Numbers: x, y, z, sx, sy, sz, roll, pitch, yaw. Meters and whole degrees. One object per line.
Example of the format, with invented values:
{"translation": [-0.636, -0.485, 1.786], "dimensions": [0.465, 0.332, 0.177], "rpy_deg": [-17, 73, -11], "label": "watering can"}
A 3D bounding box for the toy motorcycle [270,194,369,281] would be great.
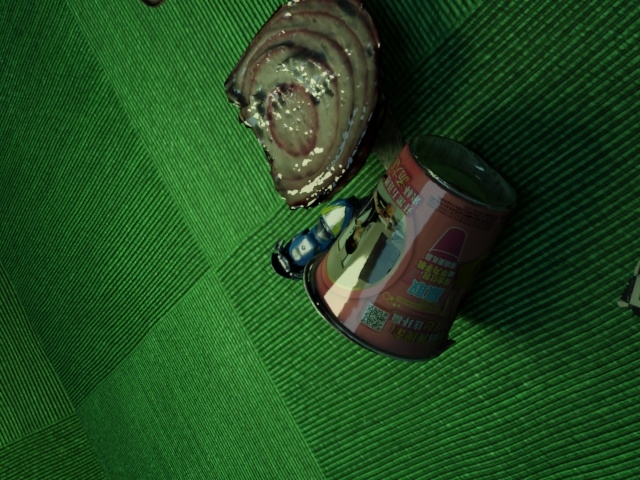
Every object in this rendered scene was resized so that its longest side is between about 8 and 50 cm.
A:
{"translation": [0.000, 0.000, 1.172], "dimensions": [0.254, 0.135, 0.092], "rpy_deg": [-43, 73, 45], "label": "toy motorcycle"}

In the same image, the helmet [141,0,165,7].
{"translation": [-0.264, -0.564, 1.186], "dimensions": [0.338, 0.197, 0.271], "rpy_deg": [53, 144, 7], "label": "helmet"}

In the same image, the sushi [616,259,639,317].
{"translation": [0.456, 0.056, 0.805], "dimensions": [0.210, 0.040, 0.193], "rpy_deg": [34, 126, 32], "label": "sushi"}

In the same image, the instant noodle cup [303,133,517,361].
{"translation": [0.134, 0.002, 0.992], "dimensions": [0.244, 0.243, 0.255], "rpy_deg": [45, 124, 24], "label": "instant noodle cup"}

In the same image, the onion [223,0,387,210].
{"translation": [0.015, -0.211, 1.085], "dimensions": [0.280, 0.146, 0.315], "rpy_deg": [-38, 61, 31], "label": "onion"}

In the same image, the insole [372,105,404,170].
{"translation": [0.110, -0.136, 1.105], "dimensions": [0.065, 0.006, 0.194], "rpy_deg": [-29, 84, 46], "label": "insole"}
